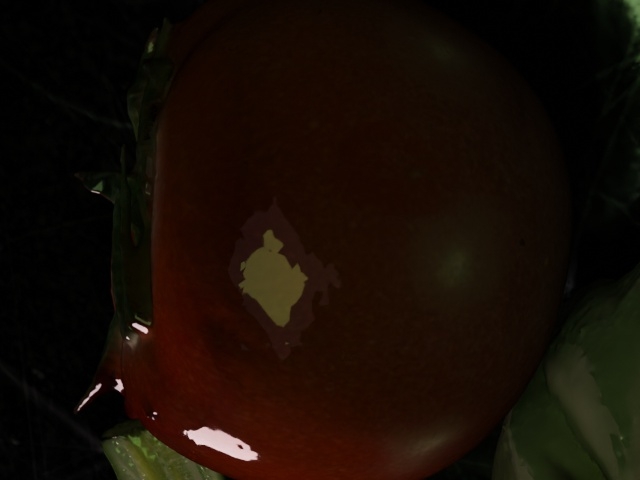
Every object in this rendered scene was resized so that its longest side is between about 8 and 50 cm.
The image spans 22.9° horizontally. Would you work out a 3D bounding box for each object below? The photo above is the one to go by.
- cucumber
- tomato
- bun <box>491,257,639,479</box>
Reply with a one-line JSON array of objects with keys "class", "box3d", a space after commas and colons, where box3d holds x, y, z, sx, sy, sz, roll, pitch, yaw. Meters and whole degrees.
[{"class": "cucumber", "box3d": [-0.081, 0.151, 0.963, 0.067, 0.035, 0.107, -19, 106, 15]}, {"class": "tomato", "box3d": [0.000, 0.000, 0.759, 0.224, 0.256, 0.255, 12, 116, -15]}, {"class": "bun", "box3d": [0.255, 0.152, 0.730, 0.365, 0.219, 0.365, 9, 115, 20]}]
